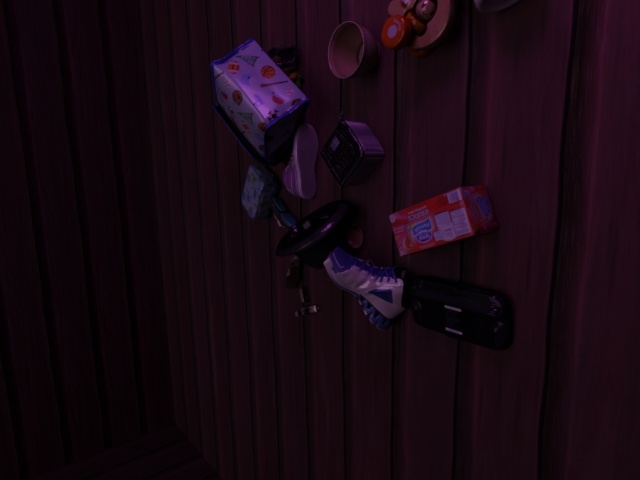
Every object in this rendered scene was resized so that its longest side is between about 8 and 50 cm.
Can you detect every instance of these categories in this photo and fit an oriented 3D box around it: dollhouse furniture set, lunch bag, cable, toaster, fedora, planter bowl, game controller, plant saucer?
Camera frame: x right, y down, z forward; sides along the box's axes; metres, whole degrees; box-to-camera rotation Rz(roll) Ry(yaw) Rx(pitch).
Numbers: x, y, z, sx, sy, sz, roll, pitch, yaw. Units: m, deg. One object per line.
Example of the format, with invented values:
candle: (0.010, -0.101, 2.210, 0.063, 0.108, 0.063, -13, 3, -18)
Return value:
dollhouse furniture set: (-0.055, 0.243, 1.793, 0.081, 0.091, 0.114, -16, 82, 37)
lunch bag: (-0.272, -0.215, 1.951, 0.176, 0.090, 0.218, 51, 134, 36)
cable: (-0.163, -0.693, 1.681, 0.184, 0.151, 0.047, 35, 152, 42)
lunch bag: (-0.241, -0.484, 1.681, 0.327, 0.239, 0.385, 51, 164, 6)
toaster: (0.101, -0.293, 1.451, 0.168, 0.110, 0.185, 60, 138, 23)
fedora: (0.000, 0.000, 1.569, 0.152, 0.334, 0.334, 51, 145, -16)
planter bowl: (0.115, -0.582, 1.375, 0.162, 0.109, 0.161, 13, 107, 49)
game controller: (0.383, 0.200, 1.250, 0.319, 0.067, 0.166, 11, 120, 51)
plant saucer: (0.125, -0.015, 1.554, 0.083, 0.015, 0.083, 13, 107, 50)

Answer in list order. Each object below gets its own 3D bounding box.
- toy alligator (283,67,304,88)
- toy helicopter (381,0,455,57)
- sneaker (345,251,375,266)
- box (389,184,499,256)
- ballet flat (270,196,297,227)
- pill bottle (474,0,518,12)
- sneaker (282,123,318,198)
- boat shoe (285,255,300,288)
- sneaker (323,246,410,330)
toy alligator: (-0.111, -0.638, 1.702, 0.051, 0.056, 0.189, -41, 54, 0)
toy helicopter: (0.266, -0.678, 1.149, 0.235, 0.140, 0.354, -16, 82, 50)
sneaker: (0.147, 0.089, 1.511, 0.192, 0.064, 0.086, 48, 132, 27)
box: (0.327, -0.049, 1.205, 0.257, 0.123, 0.128, -23, 79, 51)
ballet flat: (-0.157, -0.099, 1.851, 0.203, 0.074, 0.074, 55, 136, 38)
pill bottle: (0.386, -0.655, 1.001, 0.131, 0.131, 0.229, -23, 79, 51)
sneaker: (-0.095, -0.308, 1.707, 0.161, 0.102, 0.281, 24, 116, 50)
boat shoe: (-0.113, 0.135, 1.866, 0.056, 0.048, 0.152, 12, 119, 3)
sneaker: (0.174, 0.118, 1.392, 0.182, 0.127, 0.315, -39, 99, 25)
